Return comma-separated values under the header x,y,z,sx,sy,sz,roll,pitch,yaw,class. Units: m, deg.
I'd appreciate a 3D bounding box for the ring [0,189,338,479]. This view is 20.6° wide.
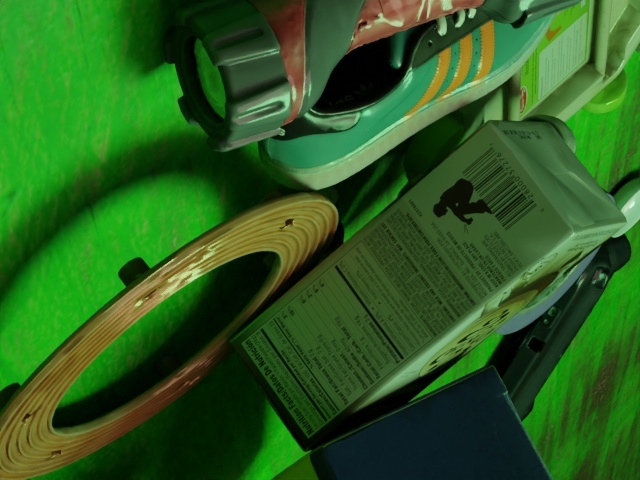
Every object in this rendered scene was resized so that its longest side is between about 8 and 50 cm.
x,y,z,sx,sy,sz,roll,pitch,yaw,class
-0.125,0.070,1.365,0.336,0.032,0.336,-37,167,-10,ring

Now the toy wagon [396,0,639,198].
x,y,z,sx,sy,sz,roll,pitch,yaw,class
0.183,-0.152,1.581,0.344,0.068,0.267,-40,155,-16,toy wagon

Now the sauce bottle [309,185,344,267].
x,y,z,sx,sy,sz,roll,pitch,yaw,class
0.000,0.000,1.527,0.042,0.042,0.128,-38,156,-24,sauce bottle

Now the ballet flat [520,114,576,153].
x,y,z,sx,sy,sz,roll,pitch,yaw,class
0.157,-0.019,1.570,0.213,0.072,0.068,-54,164,16,ballet flat

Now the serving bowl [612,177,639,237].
x,y,z,sx,sy,sz,roll,pitch,yaw,class
0.365,-0.044,2.104,0.083,0.027,0.083,-38,154,-22,serving bowl

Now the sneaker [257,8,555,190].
x,y,z,sx,sy,sz,roll,pitch,yaw,class
0.076,-0.159,1.334,0.302,0.108,0.121,-39,159,-17,sneaker

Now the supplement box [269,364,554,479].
x,y,z,sx,sy,sz,roll,pitch,yaw,class
0.046,0.281,1.566,0.195,0.194,0.356,-21,168,-33,supplement box

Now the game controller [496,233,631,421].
x,y,z,sx,sy,sz,roll,pitch,yaw,class
0.280,0.122,2.191,0.319,0.067,0.166,-61,168,27,game controller

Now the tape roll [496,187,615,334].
x,y,z,sx,sy,sz,roll,pitch,yaw,class
0.220,0.003,1.864,0.189,0.080,0.189,-37,154,-22,tape roll

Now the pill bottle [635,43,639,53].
x,y,z,sx,sy,sz,roll,pitch,yaw,class
0.414,-0.270,1.698,0.264,0.146,0.146,-54,156,15,pill bottle

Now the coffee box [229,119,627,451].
x,y,z,sx,sy,sz,roll,pitch,yaw,class
0.091,0.037,1.472,0.297,0.119,0.168,-41,167,21,coffee box

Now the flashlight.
x,y,z,sx,sy,sz,roll,pitch,yaw,class
0.047,-0.154,1.218,0.304,0.103,0.103,-20,131,-23,flashlight
